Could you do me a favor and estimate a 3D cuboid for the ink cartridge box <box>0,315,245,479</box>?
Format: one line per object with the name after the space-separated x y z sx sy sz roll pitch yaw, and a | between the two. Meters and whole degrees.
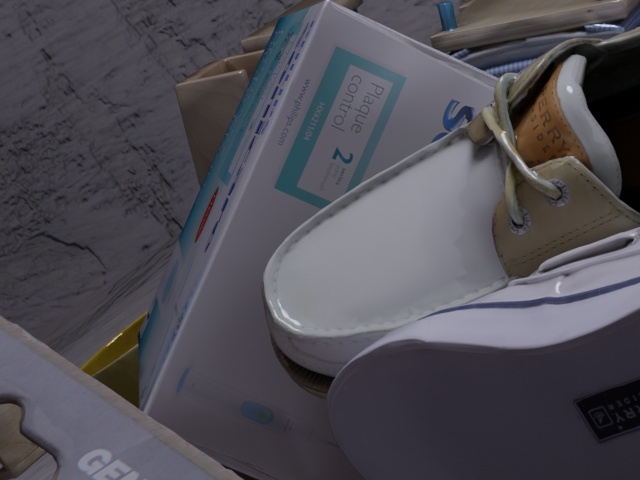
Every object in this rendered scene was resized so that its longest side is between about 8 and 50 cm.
-0.139 0.153 0.457 0.272 0.130 0.309 -40 40 -21 | ink cartridge box

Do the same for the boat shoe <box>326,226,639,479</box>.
0.112 0.045 0.692 0.258 0.095 0.084 -15 17 45 | boat shoe

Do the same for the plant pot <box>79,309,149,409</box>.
-0.087 0.092 1.252 0.134 0.095 0.134 -37 7 5 | plant pot

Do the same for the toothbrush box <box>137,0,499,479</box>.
0.000 0.000 0.990 0.295 0.126 0.216 -133 67 -81 | toothbrush box

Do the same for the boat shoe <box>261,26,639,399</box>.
0.105 -0.031 0.763 0.302 0.113 0.103 -24 -32 9 | boat shoe

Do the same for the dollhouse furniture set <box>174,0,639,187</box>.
0.113 -0.071 1.255 0.303 0.198 0.286 -9 16 21 | dollhouse furniture set

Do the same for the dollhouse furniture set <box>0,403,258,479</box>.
-0.129 0.122 1.007 0.101 0.161 0.182 -40 9 -25 | dollhouse furniture set
